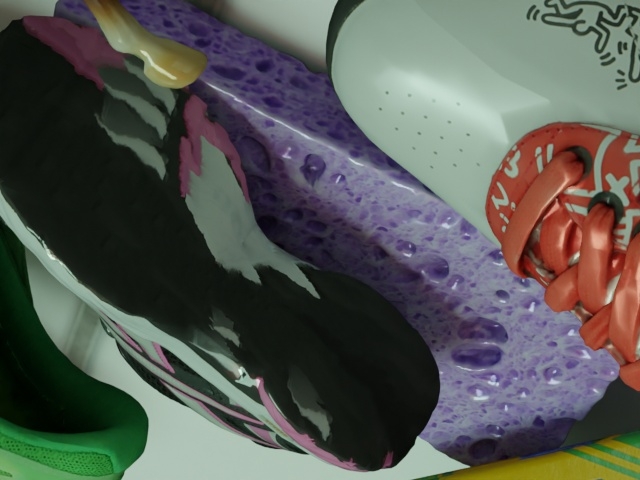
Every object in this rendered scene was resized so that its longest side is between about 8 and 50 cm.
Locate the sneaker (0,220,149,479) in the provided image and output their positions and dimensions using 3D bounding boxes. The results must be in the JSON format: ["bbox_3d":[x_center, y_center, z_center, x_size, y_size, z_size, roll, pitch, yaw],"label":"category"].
[{"bbox_3d":[-0.162,-0.019,0.513,0.123,0.109,0.295,-35,97,23],"label":"sneaker"}]

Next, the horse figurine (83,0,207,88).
[{"bbox_3d":[-0.025,-0.133,0.357,0.263,0.066,0.174,-17,126,38],"label":"horse figurine"}]

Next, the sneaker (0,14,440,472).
[{"bbox_3d":[-0.051,0.014,0.479,0.178,0.072,0.077,48,147,-15],"label":"sneaker"}]

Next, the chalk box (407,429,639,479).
[{"bbox_3d":[0.095,0.152,0.521,0.213,0.132,0.132,-19,146,40],"label":"chalk box"}]

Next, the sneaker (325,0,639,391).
[{"bbox_3d":[0.109,0.023,0.390,0.270,0.145,0.090,24,140,3],"label":"sneaker"}]

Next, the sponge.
[{"bbox_3d":[0.000,0.000,0.512,0.210,0.031,0.117,27,140,-1],"label":"sponge"}]
